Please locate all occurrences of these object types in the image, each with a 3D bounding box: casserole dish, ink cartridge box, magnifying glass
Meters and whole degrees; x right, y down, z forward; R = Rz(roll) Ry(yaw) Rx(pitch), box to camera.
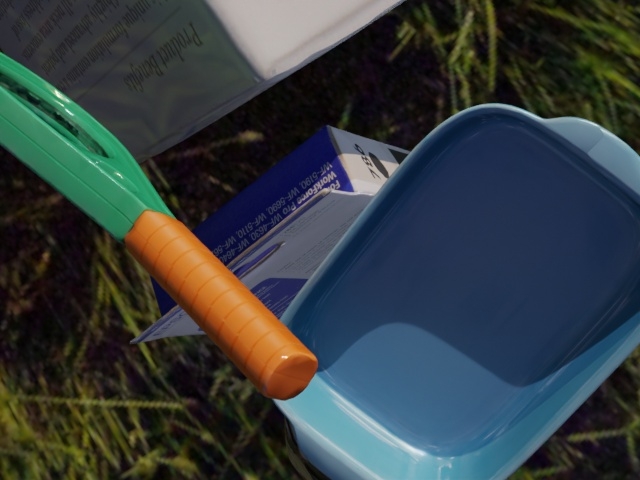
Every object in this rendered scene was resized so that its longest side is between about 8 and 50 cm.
[{"bbox_3d":[0.058,0.027,0.449,0.188,0.114,0.037,-53,180,24],"label":"casserole dish"},{"bbox_3d":[0.000,0.000,0.797,0.165,0.065,0.332,-37,164,18],"label":"ink cartridge box"},{"bbox_3d":[-0.084,-0.016,0.461,0.026,0.231,0.092,-53,149,5],"label":"magnifying glass"}]

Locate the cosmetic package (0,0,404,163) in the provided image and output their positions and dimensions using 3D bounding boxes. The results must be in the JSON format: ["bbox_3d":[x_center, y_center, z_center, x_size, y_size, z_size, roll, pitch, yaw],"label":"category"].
[{"bbox_3d":[-0.088,-0.301,0.713,0.327,0.329,0.394,-38,101,-25],"label":"cosmetic package"}]

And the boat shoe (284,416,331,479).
[{"bbox_3d":[0.016,0.129,0.650,0.056,0.152,0.049,-35,119,-20],"label":"boat shoe"}]
